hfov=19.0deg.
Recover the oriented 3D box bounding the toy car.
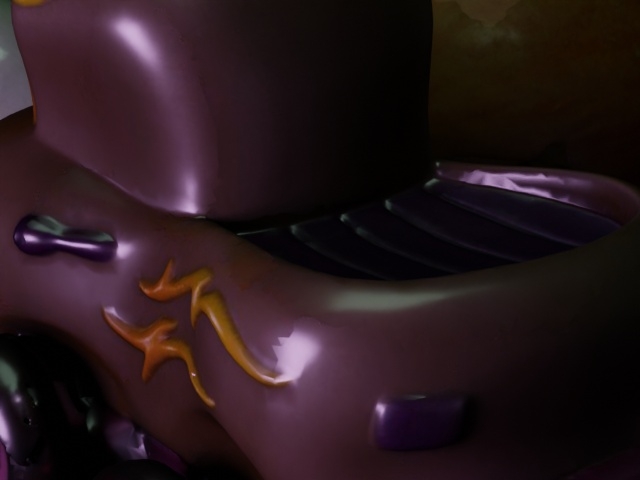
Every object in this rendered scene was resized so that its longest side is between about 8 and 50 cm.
[{"bbox_3d":[0.000,0.000,0.753,0.271,0.240,0.341,-14,27,-36],"label":"toy car"}]

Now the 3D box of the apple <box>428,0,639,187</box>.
[{"bbox_3d":[0.084,-0.092,1.056,0.241,0.242,0.242,-20,27,-18],"label":"apple"}]

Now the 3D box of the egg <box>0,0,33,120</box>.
[{"bbox_3d":[-0.211,-0.063,1.028,0.209,0.151,0.151,12,23,27],"label":"egg"}]
